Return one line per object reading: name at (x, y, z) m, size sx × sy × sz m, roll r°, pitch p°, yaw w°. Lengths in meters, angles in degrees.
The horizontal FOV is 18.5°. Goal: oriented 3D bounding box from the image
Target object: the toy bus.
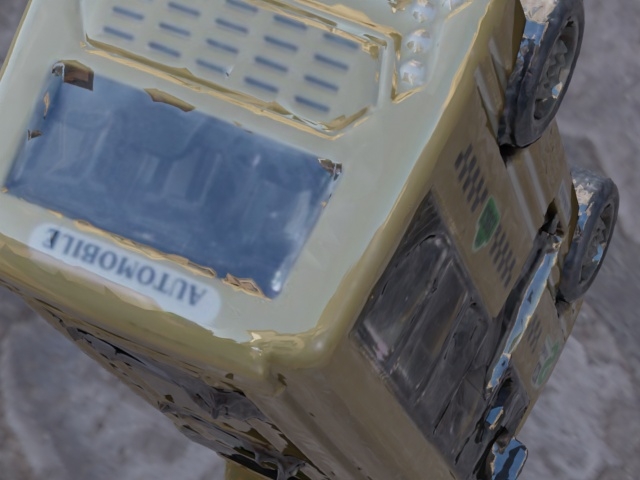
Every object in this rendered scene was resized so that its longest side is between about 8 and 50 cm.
toy bus at (0.000, 0.000, 0.799) m, size 0.177 × 0.365 × 0.202 m, roll 21°, pitch 78°, yaw 19°
